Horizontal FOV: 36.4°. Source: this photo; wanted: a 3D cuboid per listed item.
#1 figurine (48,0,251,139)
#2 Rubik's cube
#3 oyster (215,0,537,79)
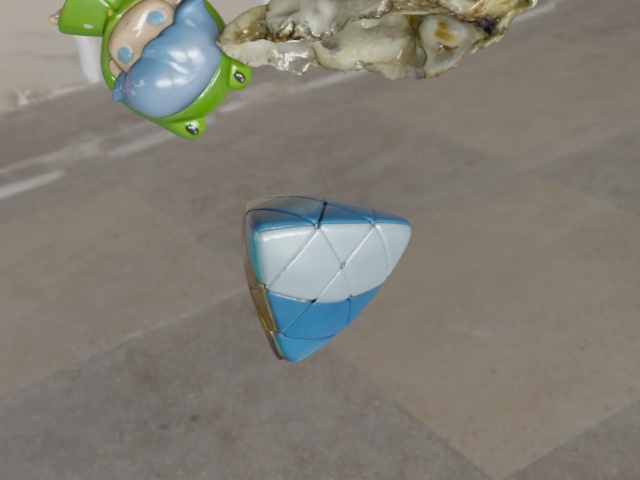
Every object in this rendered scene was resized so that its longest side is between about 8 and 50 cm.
[{"bbox_3d":[-0.206,-0.242,1.122,0.162,0.263,0.143,-47,4,3],"label":"figurine"},{"bbox_3d":[0.000,0.000,1.331,0.254,0.254,0.254,-7,26,3],"label":"Rubik's cube"},{"bbox_3d":[0.058,-0.240,1.020,0.341,0.166,0.110,-14,63,40],"label":"oyster"}]
